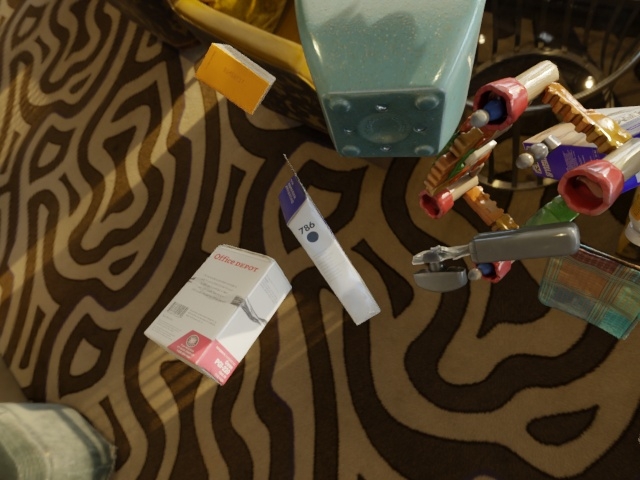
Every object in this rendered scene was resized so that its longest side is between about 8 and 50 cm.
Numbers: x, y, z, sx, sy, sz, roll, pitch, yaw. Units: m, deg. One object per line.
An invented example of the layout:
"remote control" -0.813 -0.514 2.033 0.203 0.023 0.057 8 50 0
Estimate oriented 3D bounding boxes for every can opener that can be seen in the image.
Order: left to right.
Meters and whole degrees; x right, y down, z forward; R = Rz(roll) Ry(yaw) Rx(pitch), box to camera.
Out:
"can opener" 0.301 0.035 0.724 0.283 0.076 0.095 -9 100 35

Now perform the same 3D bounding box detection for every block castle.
"block castle" 0.390 -0.111 0.871 0.212 0.453 0.303 -32 72 -15

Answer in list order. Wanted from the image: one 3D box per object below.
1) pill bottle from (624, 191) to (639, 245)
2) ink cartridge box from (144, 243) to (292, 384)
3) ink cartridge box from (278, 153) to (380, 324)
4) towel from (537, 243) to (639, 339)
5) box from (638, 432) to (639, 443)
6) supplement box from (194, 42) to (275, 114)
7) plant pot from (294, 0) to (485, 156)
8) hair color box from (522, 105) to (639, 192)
"pill bottle" 0.806 -0.083 0.945 0.117 0.209 0.118 -2 42 2
"ink cartridge box" -0.180 0.123 0.739 0.158 0.092 0.218 13 57 36
"ink cartridge box" 0.000 0.000 0.798 0.065 0.333 0.165 -31 25 3
"towel" 0.795 0.148 1.192 0.271 0.370 0.040 29 70 35
"box" 0.518 0.238 0.587 0.054 0.059 0.169 11 98 25
"supplement box" -0.082 -0.165 0.411 0.036 0.062 0.098 -53 16 19
"plant pot" 0.095 -0.258 0.559 0.246 0.248 0.253 3 71 13
"hair color box" 0.635 -0.215 0.918 0.185 0.339 0.110 -27 102 7
